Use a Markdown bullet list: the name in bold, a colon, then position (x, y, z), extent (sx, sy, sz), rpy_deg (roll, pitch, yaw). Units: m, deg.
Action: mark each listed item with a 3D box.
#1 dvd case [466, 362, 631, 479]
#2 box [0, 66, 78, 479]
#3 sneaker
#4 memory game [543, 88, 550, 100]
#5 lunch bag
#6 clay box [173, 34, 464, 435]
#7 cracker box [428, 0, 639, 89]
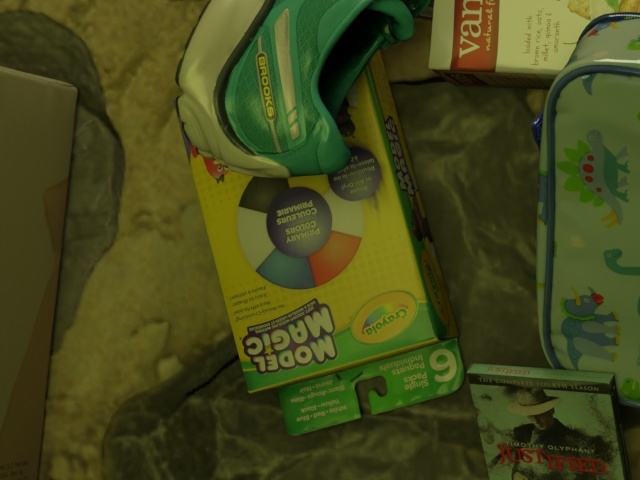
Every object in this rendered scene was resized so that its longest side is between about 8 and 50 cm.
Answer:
- **dvd case**: position (0.134, 0.125, 1.005), extent (0.087, 0.013, 0.119), rpy_deg (3, 120, 28)
- **box**: position (-0.258, 0.041, 1.127), extent (0.148, 0.121, 0.311), rpy_deg (8, 90, 20)
- **sneaker**: position (0.015, -0.155, 1.023), extent (0.110, 0.107, 0.275), rpy_deg (14, 71, 20)
- **memory game**: position (0.220, -0.085, 1.022), extent (0.186, 0.012, 0.186), rpy_deg (-1, 87, 20)
- **lunch bag**: position (0.202, -0.011, 0.941), extent (0.176, 0.090, 0.219), rpy_deg (8, 123, 20)
- **clay box**: position (0.000, 0.000, 1.075), extent (0.127, 0.053, 0.222), rpy_deg (-18, 81, 18)
- **cracker box**: position (0.184, -0.164, 0.997), extent (0.232, 0.067, 0.155), rpy_deg (4, 87, 20)
